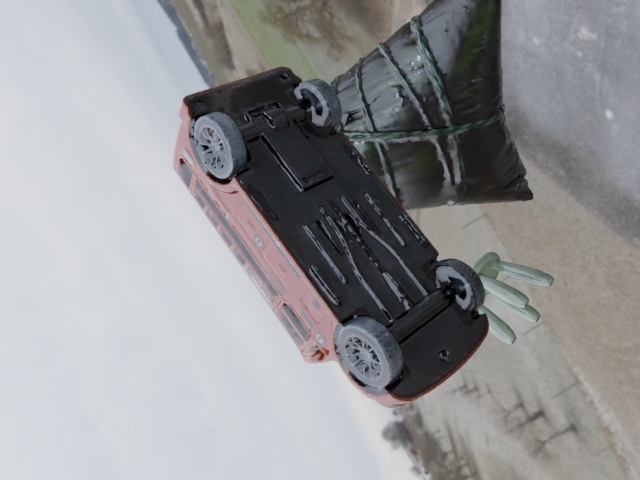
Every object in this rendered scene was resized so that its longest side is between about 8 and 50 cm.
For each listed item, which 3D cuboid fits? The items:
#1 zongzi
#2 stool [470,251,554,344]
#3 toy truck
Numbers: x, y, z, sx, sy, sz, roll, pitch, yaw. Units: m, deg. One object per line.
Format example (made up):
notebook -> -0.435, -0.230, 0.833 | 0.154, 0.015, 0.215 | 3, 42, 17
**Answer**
zongzi -> 0.114, -0.195, 0.787 | 0.319, 0.383, 0.362 | -84, -10, -53
stool -> 0.531, 0.161, 1.698 | 0.199, 0.195, 0.195 | 36, 136, 35
toy truck -> 0.000, 0.000, 0.425 | 0.252, 0.107, 0.114 | 54, 144, 10
